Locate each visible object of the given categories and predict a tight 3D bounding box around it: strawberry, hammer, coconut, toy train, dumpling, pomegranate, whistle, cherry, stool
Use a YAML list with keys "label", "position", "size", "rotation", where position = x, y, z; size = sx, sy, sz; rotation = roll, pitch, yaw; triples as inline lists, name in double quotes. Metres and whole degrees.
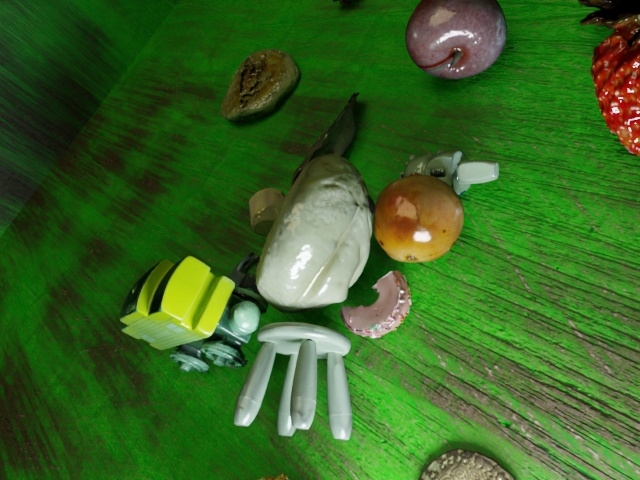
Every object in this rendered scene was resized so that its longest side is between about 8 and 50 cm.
- label: "strawberry"
  position: [0.644, -0.264, 0.841]
  size: [0.351, 0.267, 0.312]
  rotation: [56, 132, 16]
- label: "hammer"
  position: [-0.160, 0.120, 1.327]
  size: [0.226, 0.041, 0.159]
  rotation: [14, 73, 43]
- label: "coconut"
  position: [-0.138, -0.082, 1.394]
  size: [0.116, 0.116, 0.122]
  rotation: [-27, 53, 21]
- label: "toy train"
  position: [-0.309, 0.175, 1.183]
  size: [0.442, 0.272, 0.179]
  rotation: [-26, 36, 54]
- label: "dumpling"
  position: [0.041, -0.276, 1.406]
  size: [0.332, 0.086, 0.166]
  rotation: [-58, 12, -9]
- label: "pomegranate"
  position: [0.202, -0.045, 1.062]
  size: [0.191, 0.191, 0.191]
  rotation: [-20, 51, 27]
- label: "whistle"
  position: [0.276, -0.147, 1.127]
  size: [0.244, 0.092, 0.110]
  rotation: [1, 92, 44]
- label: "cherry"
  position: [0.329, -0.506, 1.243]
  size: [0.213, 0.235, 0.286]
  rotation: [119, 170, -55]
- label: "stool"
  position: [-0.045, 0.284, 1.024]
  size: [0.195, 0.195, 0.199]
  rotation: [-8, 61, 33]

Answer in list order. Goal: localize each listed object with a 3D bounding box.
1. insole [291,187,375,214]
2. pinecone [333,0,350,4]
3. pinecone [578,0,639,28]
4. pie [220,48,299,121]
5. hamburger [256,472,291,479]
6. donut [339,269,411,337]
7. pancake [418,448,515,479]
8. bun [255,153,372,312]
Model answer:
- label: "insole"
  position: [0.022, -0.107, 1.357]
  size: [0.309, 0.012, 0.110]
  rotation: [15, 70, 43]
- label: "pinecone"
  position: [0.084, -0.873, 1.747]
  size: [0.140, 0.140, 0.121]
  rotation: [29, 110, 45]
- label: "pinecone"
  position: [0.634, -0.537, 1.012]
  size: [0.224, 0.273, 0.224]
  rotation: [-5, 29, 3]
- label: "pie"
  position: [-0.226, -0.545, 1.799]
  size: [0.338, 0.077, 0.339]
  rotation: [-20, 50, 27]
- label: "hamburger"
  position: [-0.079, 0.554, 0.871]
  size: [0.294, 0.179, 0.276]
  rotation: [8, 68, 41]
- label: "donut"
  position: [0.128, 0.147, 1.067]
  size: [0.166, 0.065, 0.117]
  rotation: [-39, 44, 12]
- label: "pancake"
  position: [0.237, 0.438, 0.818]
  size: [0.199, 0.021, 0.199]
  rotation: [-20, 51, 26]
- label: "bun"
  position: [0.000, 0.000, 1.111]
  size: [0.365, 0.219, 0.366]
  rotation: [-158, 90, -86]
